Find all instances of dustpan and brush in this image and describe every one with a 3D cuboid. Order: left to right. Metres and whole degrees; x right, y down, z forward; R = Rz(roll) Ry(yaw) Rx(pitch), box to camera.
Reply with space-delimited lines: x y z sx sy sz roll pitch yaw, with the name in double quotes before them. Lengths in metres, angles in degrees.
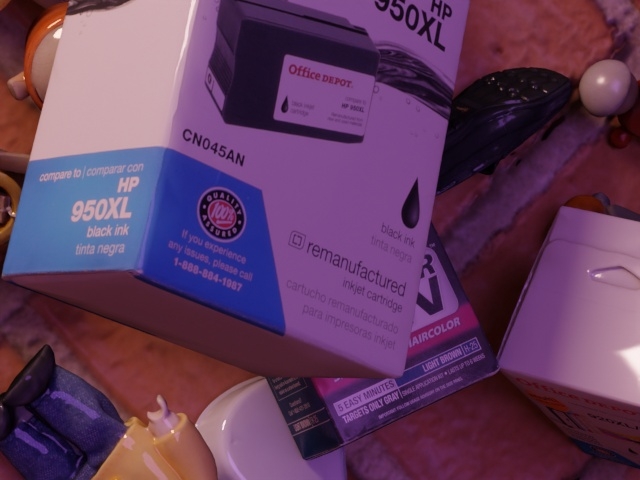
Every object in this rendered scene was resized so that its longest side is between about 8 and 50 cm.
"dustpan and brush" -0.085 0.185 1.502 0.211 0.060 0.147 5 70 -28

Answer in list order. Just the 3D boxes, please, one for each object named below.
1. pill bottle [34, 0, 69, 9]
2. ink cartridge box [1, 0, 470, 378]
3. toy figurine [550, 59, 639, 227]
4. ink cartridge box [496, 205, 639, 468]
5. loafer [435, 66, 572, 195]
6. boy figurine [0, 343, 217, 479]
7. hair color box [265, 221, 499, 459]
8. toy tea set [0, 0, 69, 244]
"pill bottle" -0.299 -0.323 1.410 0.278 0.162 0.162 36 72 -16
"ink cartridge box" -0.048 -0.117 1.308 0.285 0.166 0.394 24 70 -42
"toy figurine" 0.336 -0.074 1.619 0.148 0.213 0.209 22 80 -32
"ink cartridge box" 0.300 0.103 1.550 0.233 0.171 0.168 43 66 -50
"loafer" 0.154 -0.103 1.629 0.223 0.076 0.078 -28 131 -30
"boy figurine" -0.163 0.221 1.429 0.285 0.092 0.177 42 98 -9
"hair color box" 0.000 0.000 1.502 0.174 0.105 0.347 -23 84 -24
"toy tea set" -0.282 -0.085 1.350 0.200 0.124 0.336 26 101 -25
